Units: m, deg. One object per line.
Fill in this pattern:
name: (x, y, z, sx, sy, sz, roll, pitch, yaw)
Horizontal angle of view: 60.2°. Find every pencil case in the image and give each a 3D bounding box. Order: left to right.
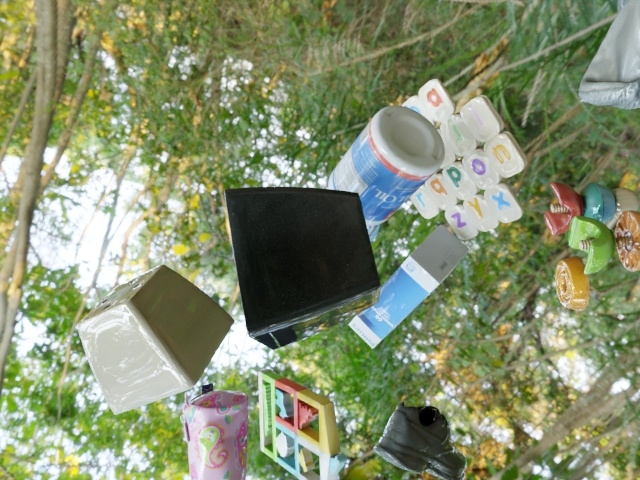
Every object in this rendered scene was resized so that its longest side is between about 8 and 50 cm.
pencil case: (-0.186, 0.410, 0.990, 0.124, 0.284, 0.124, -2, 179, 0)

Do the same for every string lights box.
string lights box: (0.171, 0.098, 1.099, 0.077, 0.259, 0.133, 44, -134, 10)

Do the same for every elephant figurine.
elephant figurine: (0.305, -0.160, 0.459, 0.169, 0.239, 0.186, 8, 160, 41)

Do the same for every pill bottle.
pill bottle: (0.088, -0.099, 0.882, 0.124, 0.221, 0.124, 12, -122, -20)

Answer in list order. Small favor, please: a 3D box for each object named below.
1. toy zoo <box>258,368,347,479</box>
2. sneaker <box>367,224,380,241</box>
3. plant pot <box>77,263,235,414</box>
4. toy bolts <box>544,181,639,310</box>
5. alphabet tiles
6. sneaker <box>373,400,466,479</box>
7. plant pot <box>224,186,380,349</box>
toy zoo: (-0.041, 0.398, 1.145, 0.030, 0.192, 0.293, -6, -173, -36)
sneaker: (0.000, 0.000, 1.083, 0.104, 0.262, 0.125, 64, -153, 4)
plant pot: (-0.170, 0.089, 0.551, 0.096, 0.109, 0.109, 59, -155, -18)
toy bolts: (0.518, -0.001, 1.001, 0.159, 0.218, 0.228, -5, -136, 5)
alphabet tiles: (0.236, -0.138, 0.994, 0.021, 0.284, 0.278, -34, -90, -28)
sneaker: (0.227, 0.408, 1.122, 0.109, 0.130, 0.286, 11, 164, 42)
plant pot: (-0.014, 0.029, 0.738, 0.187, 0.167, 0.188, 75, -178, -73)
